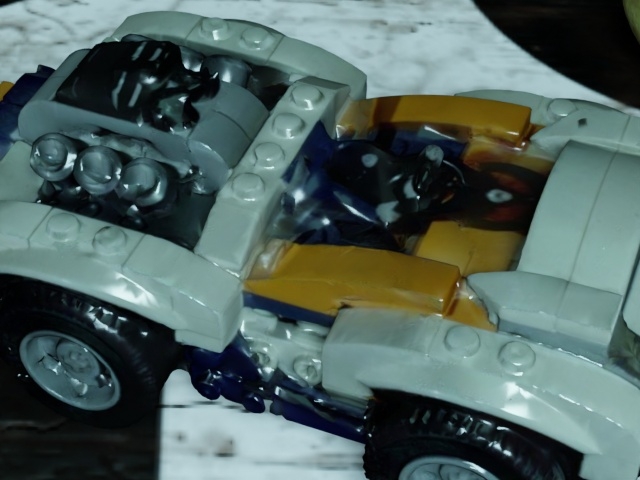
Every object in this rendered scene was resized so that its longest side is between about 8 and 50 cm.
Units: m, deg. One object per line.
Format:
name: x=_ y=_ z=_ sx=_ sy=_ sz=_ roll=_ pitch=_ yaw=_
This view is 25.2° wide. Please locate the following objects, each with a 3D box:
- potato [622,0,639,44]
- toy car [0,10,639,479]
potato: x=0.235 y=-0.130 z=0.738 sx=0.164 sy=0.081 sz=0.200 roll=23 pitch=42 yaw=28
toy car: x=-0.001 y=-0.002 z=0.551 sx=0.301 sy=0.118 sz=0.193 roll=18 pitch=47 yaw=14
